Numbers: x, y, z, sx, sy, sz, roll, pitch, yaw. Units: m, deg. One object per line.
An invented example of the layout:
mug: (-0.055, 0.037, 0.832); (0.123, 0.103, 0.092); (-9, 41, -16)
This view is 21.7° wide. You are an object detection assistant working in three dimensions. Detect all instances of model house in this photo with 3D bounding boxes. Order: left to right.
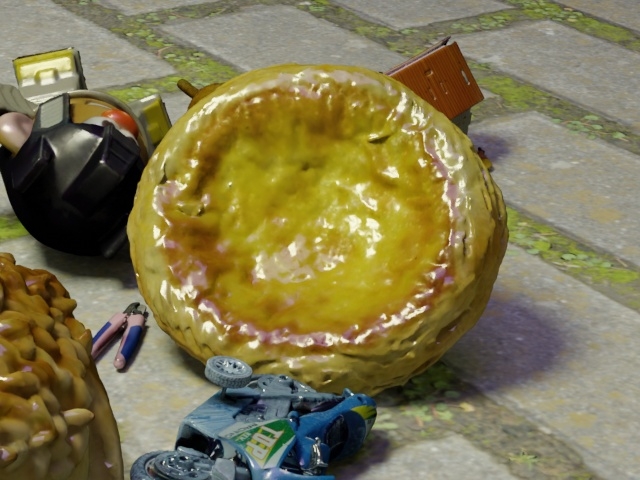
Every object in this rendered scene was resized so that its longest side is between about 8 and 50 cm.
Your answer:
model house: (0.066, -0.136, 1.771); (0.207, 0.136, 0.219); (19, 29, 28)

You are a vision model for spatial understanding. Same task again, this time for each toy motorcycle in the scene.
toy motorcycle: (-0.033, 0.151, 1.193); (0.135, 0.092, 0.254); (20, 19, 14)

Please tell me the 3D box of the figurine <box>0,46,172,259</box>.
figurine: (-0.223, -0.076, 1.593); (0.308, 0.143, 0.308); (13, 23, -5)

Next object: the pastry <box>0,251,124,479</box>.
pastry: (-0.323, 0.117, 1.044); (0.409, 0.245, 0.409); (4, 25, -2)

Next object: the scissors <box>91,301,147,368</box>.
scissors: (-0.169, 0.079, 1.421); (0.039, 0.012, 0.113); (7, 25, 10)

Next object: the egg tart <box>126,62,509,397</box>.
egg tart: (0.000, 0.000, 1.415); (0.319, 0.128, 0.319); (-2, 68, 6)

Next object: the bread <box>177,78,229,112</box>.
bread: (-0.048, -0.074, 1.626); (0.084, 0.124, 0.344); (-32, 46, -23)
